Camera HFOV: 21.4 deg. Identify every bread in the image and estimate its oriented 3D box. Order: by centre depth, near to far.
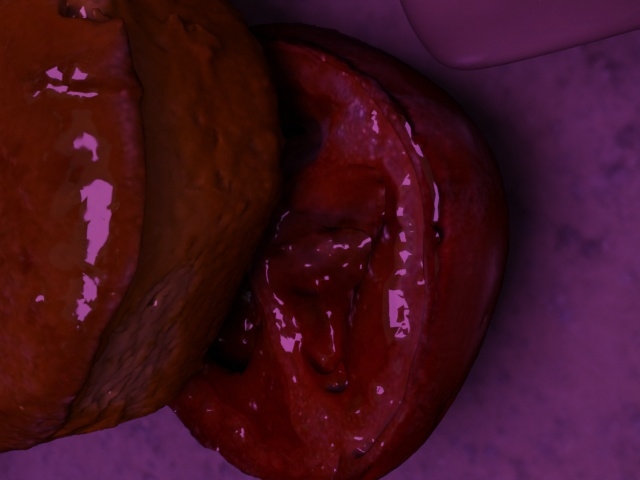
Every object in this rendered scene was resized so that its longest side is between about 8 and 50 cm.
[{"bbox_3d":[-0.135,-0.028,0.775,0.268,0.146,0.268,5,97,45],"label":"bread"}]

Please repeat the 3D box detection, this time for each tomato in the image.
[{"bbox_3d":[0.003,-0.002,0.805,0.228,0.101,0.228,12,107,41],"label":"tomato"}]

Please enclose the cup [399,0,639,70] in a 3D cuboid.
[{"bbox_3d":[0.111,-0.182,0.633,0.253,0.191,0.200,-4,104,64],"label":"cup"}]
